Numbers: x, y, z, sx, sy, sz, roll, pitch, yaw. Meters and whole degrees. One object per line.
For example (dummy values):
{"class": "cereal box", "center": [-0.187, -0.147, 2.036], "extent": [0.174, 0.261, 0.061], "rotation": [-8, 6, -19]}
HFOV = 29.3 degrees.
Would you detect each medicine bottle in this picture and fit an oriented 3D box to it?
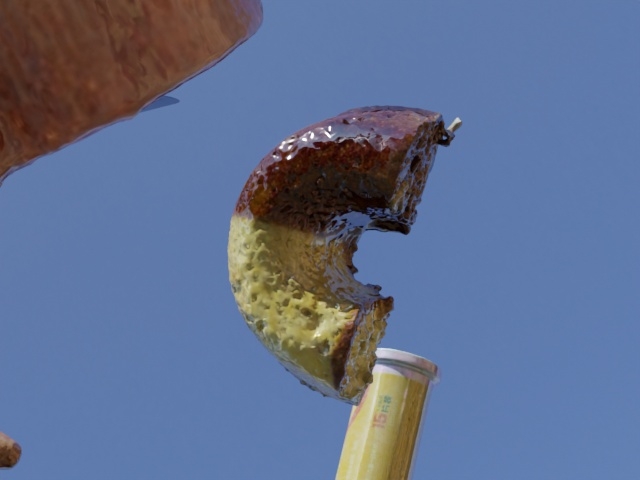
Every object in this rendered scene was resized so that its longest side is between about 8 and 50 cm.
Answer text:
{"class": "medicine bottle", "center": [0.047, 0.342, 1.437], "extent": [0.108, 0.108, 0.426], "rotation": [26, -115, -25]}

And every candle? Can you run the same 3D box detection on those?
{"class": "candle", "center": [-0.202, -0.090, 0.689], "extent": [0.317, 0.287, 0.131], "rotation": [-31, -67, -15]}

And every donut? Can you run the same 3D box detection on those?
{"class": "donut", "center": [0.000, 0.002, 0.854], "extent": [0.141, 0.085, 0.217], "rotation": [14, -88, 17]}

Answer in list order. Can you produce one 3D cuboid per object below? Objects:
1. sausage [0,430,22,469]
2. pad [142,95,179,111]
{"class": "sausage", "center": [-0.368, 0.171, 1.136], "extent": [0.186, 0.043, 0.043], "rotation": [26, -73, -20]}
{"class": "pad", "center": [-0.337, -0.150, 1.039], "extent": [0.375, 0.315, 0.063], "rotation": [3, -92, -29]}
